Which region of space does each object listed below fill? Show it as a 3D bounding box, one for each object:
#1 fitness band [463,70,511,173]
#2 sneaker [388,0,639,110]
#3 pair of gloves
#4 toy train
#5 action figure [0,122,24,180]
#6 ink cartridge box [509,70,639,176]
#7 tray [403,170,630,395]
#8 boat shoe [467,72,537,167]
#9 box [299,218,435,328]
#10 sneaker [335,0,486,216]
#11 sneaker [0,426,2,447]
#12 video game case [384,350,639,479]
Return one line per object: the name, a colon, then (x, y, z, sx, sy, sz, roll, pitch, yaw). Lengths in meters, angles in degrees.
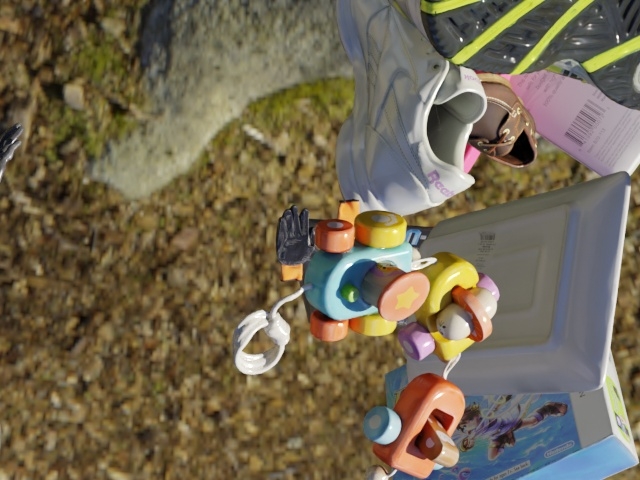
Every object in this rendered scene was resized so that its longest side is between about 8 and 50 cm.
fitness band: (0.158, -0.184, 1.779, 0.209, 0.054, 0.291, 5, 109, -51)
sneaker: (0.220, -0.215, 1.191, 0.385, 0.147, 0.145, 9, 115, -36)
pair of gloves: (0.000, 0.000, 1.221, 0.083, 0.010, 0.074, -6, 111, -14)
toy train: (0.039, 0.059, 0.667, 0.166, 0.046, 0.125, 37, 85, -43)
action figure: (-0.334, -0.113, 0.853, 0.276, 0.141, 0.164, 37, 149, -29)
ink cartridge box: (0.362, -0.242, 1.875, 0.283, 0.117, 0.207, 36, 112, 11)
tray: (0.125, 0.036, 0.967, 0.030, 0.145, 0.270, 15, 168, -20)
boat shoe: (0.191, -0.126, 1.467, 0.073, 0.073, 0.207, -24, 164, 23)
box: (0.119, 0.057, 1.956, 0.295, 0.073, 0.293, 3, 161, 4)
sneaker: (0.095, -0.166, 1.294, 0.152, 0.305, 0.114, -14, 158, 37)
sneaker: (-0.384, 0.099, 1.066, 0.330, 0.122, 0.146, 28, 164, 10)
video game case: (0.200, 0.194, 1.507, 0.269, 0.244, 0.061, -29, 123, 21)
